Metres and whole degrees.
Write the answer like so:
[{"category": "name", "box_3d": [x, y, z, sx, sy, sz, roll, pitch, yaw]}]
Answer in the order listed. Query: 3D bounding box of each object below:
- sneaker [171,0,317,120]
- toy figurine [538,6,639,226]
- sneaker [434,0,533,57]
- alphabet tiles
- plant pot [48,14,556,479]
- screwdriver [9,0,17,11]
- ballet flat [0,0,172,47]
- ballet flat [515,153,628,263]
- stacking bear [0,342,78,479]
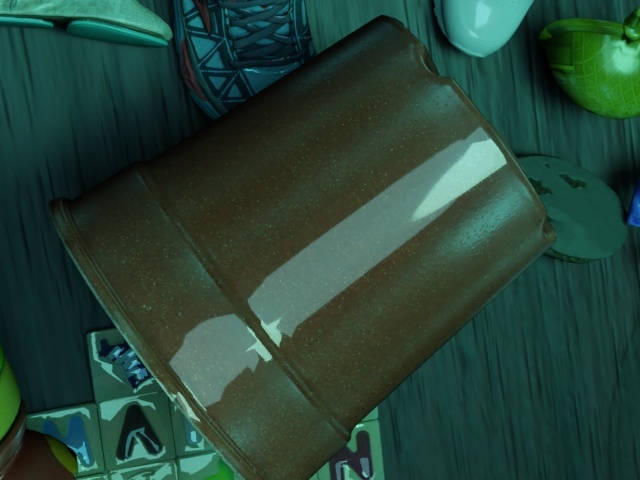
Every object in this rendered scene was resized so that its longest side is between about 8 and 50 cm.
[{"category": "sneaker", "box_3d": [-0.063, -0.180, 1.130, 0.104, 0.125, 0.262, -25, 105, -11]}, {"category": "toy figurine", "box_3d": [0.338, -0.032, 1.230, 0.363, 0.191, 0.217, 13, 91, -18]}, {"category": "sneaker", "box_3d": [0.159, -0.255, 1.202, 0.090, 0.095, 0.235, 19, 94, -20]}, {"category": "alphabet tiles", "box_3d": [-0.082, 0.224, 1.247, 0.285, 0.011, 0.342, -9, 101, -15]}, {"category": "plant pot", "box_3d": [0.000, 0.000, 1.072, 0.265, 0.272, 0.272, -38, 107, 0]}, {"category": "screwdriver", "box_3d": [-0.207, -0.245, 1.113, 0.025, 0.024, 0.170, 15, 80, 5]}, {"category": "ballet flat", "box_3d": [-0.188, -0.177, 1.132, 0.168, 0.057, 0.052, 5, 87, -18]}, {"category": "ballet flat", "box_3d": [0.137, -0.031, 1.256, 0.250, 0.058, 0.084, 9, 74, -23]}, {"category": "stacking bear", "box_3d": [-0.278, 0.121, 1.103, 0.164, 0.175, 0.289, -36, 114, -11]}]
